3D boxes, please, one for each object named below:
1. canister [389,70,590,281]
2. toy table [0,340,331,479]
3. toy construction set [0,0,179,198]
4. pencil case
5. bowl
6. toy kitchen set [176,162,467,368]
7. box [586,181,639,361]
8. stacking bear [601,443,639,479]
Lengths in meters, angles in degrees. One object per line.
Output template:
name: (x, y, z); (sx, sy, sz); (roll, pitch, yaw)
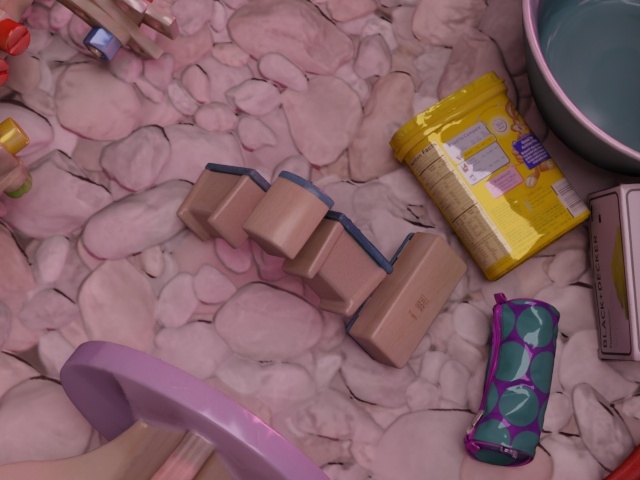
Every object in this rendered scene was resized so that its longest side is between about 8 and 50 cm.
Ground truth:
canister: (0.165, -0.060, 1.178); (0.126, 0.073, 0.170); (-32, 82, -15)
toy table: (-0.128, 0.218, 0.981); (0.274, 0.252, 0.161); (27, 55, 13)
toy construction set: (-0.289, -0.155, 1.104); (0.215, 0.151, 0.327); (27, 62, 26)
pencil case: (0.177, 0.130, 1.128); (0.070, 0.064, 0.151); (20, 71, -19)
bowl: (0.326, -0.184, 1.189); (0.312, 0.163, 0.311); (2, 73, -7)
toy kitchen set: (0.000, 0.000, 1.145); (0.207, 0.166, 0.122); (47, 70, -32)
box: (0.410, 0.026, 1.162); (0.290, 0.087, 0.169); (-2, 86, -8)
stacking bear: (0.353, 0.326, 1.050); (0.175, 0.164, 0.289); (-38, 89, -4)
